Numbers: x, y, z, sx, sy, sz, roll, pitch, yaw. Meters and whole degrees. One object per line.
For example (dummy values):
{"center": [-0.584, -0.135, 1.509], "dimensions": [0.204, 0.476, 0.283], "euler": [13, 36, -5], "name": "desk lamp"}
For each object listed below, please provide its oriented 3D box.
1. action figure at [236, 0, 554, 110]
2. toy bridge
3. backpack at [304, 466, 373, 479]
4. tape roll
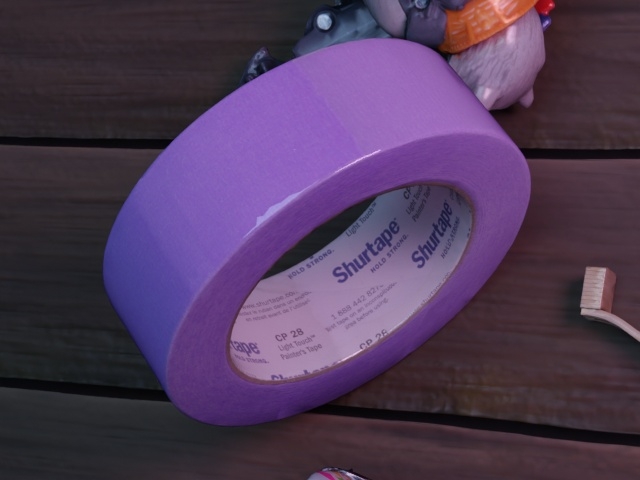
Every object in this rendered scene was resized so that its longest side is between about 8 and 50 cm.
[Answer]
{"center": [0.031, -0.216, 1.244], "dimensions": [0.341, 0.178, 0.330], "euler": [-37, 83, 14], "name": "action figure"}
{"center": [0.262, 0.057, 1.146], "dimensions": [0.188, 0.026, 0.063], "euler": [6, 77, 26], "name": "toy bridge"}
{"center": [0.016, 0.256, 1.061], "dimensions": [0.191, 0.253, 0.225], "euler": [18, 79, 8], "name": "backpack"}
{"center": [0.000, 0.000, 1.141], "dimensions": [0.275, 0.275, 0.090], "euler": [-40, 60, 7], "name": "tape roll"}
